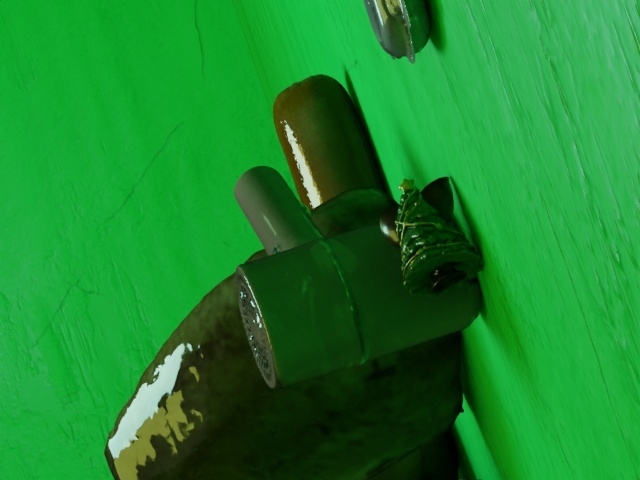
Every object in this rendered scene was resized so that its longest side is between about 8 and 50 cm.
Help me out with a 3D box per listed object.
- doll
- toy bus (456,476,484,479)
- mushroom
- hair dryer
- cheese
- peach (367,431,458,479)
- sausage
[{"bbox_3d":[0.090,-0.008,1.595,0.113,0.078,0.077,62,-160,13],"label":"doll"},{"bbox_3d":[0.179,0.339,2.142,0.192,0.077,0.065,-135,26,-81],"label":"toy bus"},{"bbox_3d":[-0.048,0.153,1.946,0.224,0.397,0.313,53,163,26],"label":"mushroom"},{"bbox_3d":[0.000,0.000,1.783,0.352,0.210,0.125,-124,19,-56],"label":"hair dryer"},{"bbox_3d":[0.057,-0.196,1.467,0.191,0.042,0.105,-129,22,-82],"label":"cheese"},{"bbox_3d":[0.013,0.334,2.410,0.343,0.302,0.342,-35,-48,-51],"label":"peach"},{"bbox_3d":[0.024,-0.068,2.174,0.105,0.105,0.274,107,143,-84],"label":"sausage"}]
